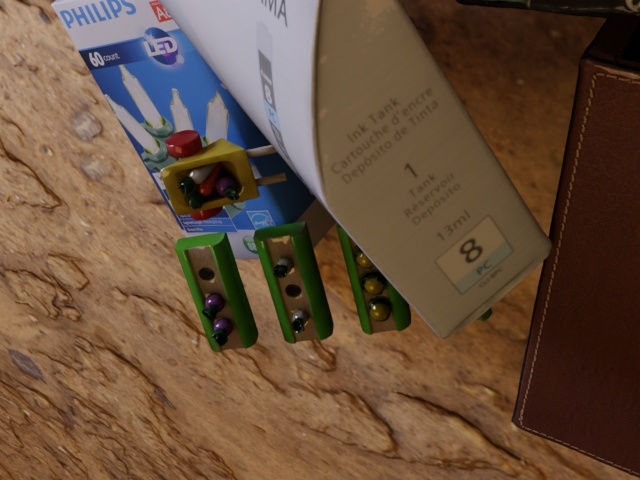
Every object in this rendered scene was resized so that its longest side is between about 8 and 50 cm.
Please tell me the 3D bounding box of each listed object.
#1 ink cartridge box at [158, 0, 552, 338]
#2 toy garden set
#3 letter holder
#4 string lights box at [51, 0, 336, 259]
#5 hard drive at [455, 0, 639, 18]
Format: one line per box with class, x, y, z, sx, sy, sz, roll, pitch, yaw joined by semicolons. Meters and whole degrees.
ink cartridge box;-0.059;-0.150;0.511;0.385;0.091;0.308;45;-175;-44
toy garden set;0.000;0.000;0.771;0.244;0.049;0.203;-8;121;11
letter holder;0.253;0.009;0.564;0.215;0.152;0.301;21;140;22
string lights box;-0.095;-0.108;0.817;0.133;0.076;0.259;-1;127;40
hard drive;0.218;-0.196;0.370;0.339;0.064;0.236;12;104;33
